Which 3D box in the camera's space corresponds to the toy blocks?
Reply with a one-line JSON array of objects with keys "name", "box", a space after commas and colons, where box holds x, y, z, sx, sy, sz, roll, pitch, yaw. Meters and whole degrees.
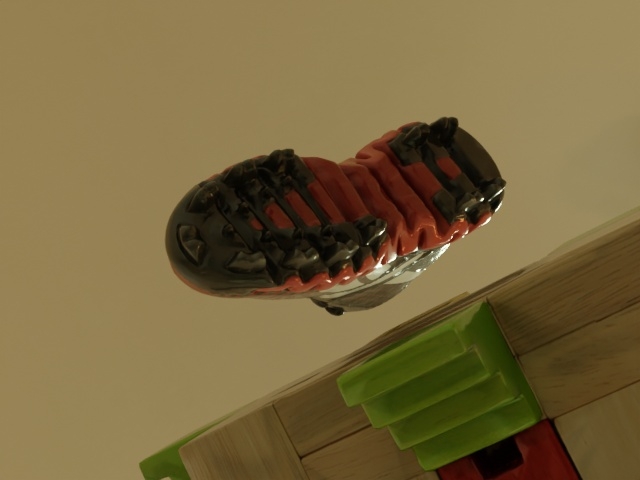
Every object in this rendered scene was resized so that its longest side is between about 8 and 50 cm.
[{"name": "toy blocks", "box": [0.135, 0.129, 0.536, 0.381, 0.191, 0.261, -29, -93, 22]}]

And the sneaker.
[{"name": "sneaker", "box": [0.000, 0.000, 0.917, 0.097, 0.276, 0.135, 56, -47, 17]}]
